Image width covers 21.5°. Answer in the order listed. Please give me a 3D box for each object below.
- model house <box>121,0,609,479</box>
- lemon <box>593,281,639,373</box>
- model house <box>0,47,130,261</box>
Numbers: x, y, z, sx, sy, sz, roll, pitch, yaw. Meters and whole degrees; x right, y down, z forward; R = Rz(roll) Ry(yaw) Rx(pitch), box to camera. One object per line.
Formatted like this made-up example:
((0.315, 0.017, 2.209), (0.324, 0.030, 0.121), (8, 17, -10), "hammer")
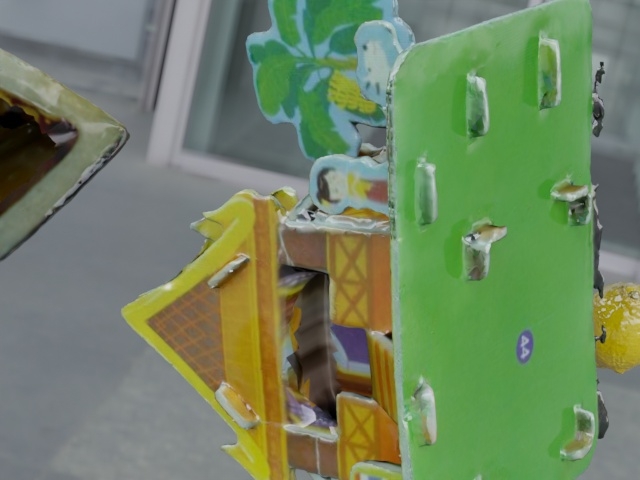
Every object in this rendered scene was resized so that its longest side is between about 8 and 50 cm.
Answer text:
((0.000, 0.000, 1.100), (0.313, 0.357, 0.242), (8, 22, 33), "model house")
((0.230, 0.067, 1.290), (0.065, 0.092, 0.065), (6, 47, -7), "lemon")
((-0.334, -0.085, 1.308), (0.268, 0.173, 0.239), (31, -9, -35), "model house")
